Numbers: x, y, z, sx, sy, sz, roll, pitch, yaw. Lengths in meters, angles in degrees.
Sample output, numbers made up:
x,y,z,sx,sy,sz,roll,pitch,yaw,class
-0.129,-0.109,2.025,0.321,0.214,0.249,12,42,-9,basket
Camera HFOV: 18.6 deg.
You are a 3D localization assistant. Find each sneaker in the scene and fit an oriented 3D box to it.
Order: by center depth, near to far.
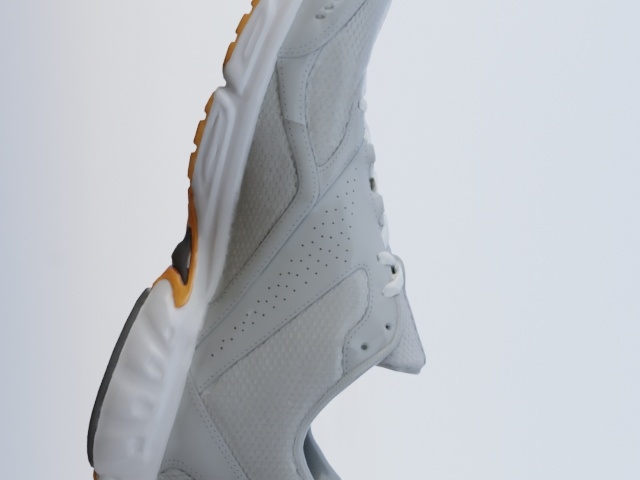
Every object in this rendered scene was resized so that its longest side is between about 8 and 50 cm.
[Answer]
x,y,z,sx,sy,sz,roll,pitch,yaw,class
0.000,0.000,0.835,0.099,0.121,0.262,10,100,-82,sneaker
